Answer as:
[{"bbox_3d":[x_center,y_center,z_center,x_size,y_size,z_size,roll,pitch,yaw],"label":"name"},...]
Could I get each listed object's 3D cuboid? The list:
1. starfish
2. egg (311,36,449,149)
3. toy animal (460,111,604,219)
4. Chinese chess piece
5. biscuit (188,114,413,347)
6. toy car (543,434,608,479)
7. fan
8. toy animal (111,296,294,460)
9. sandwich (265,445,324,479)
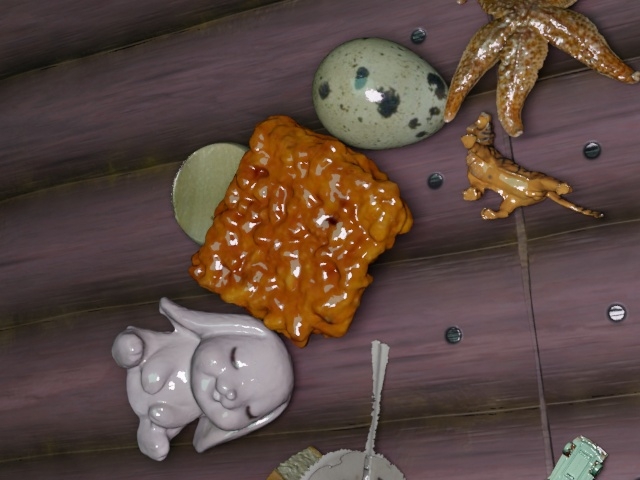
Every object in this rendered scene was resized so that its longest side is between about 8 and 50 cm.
[{"bbox_3d":[0.317,-0.323,1.579,0.375,0.094,0.327,-32,59,0],"label":"starfish"},{"bbox_3d":[0.097,-0.227,1.637,0.228,0.177,0.177,16,88,15],"label":"egg"},{"bbox_3d":[0.310,-0.083,1.571,0.255,0.116,0.114,33,122,20],"label":"toy animal"},{"bbox_3d":[-0.164,-0.075,1.783,0.188,0.083,0.188,-3,80,20],"label":"Chinese chess piece"},{"bbox_3d":[-0.034,-0.013,1.617,0.318,0.110,0.312,30,98,24],"label":"biscuit"},{"bbox_3d":[0.361,0.343,1.495,0.059,0.035,0.122,35,105,25],"label":"toy car"},{"bbox_3d":[0.069,0.349,1.569,0.012,0.233,0.414,-28,44,52],"label":"fan"},{"bbox_3d":[-0.170,0.214,1.678,0.265,0.206,0.271,-12,100,20],"label":"toy animal"},{"bbox_3d":[0.004,0.446,1.590,0.236,0.122,0.128,42,112,22],"label":"sandwich"}]
